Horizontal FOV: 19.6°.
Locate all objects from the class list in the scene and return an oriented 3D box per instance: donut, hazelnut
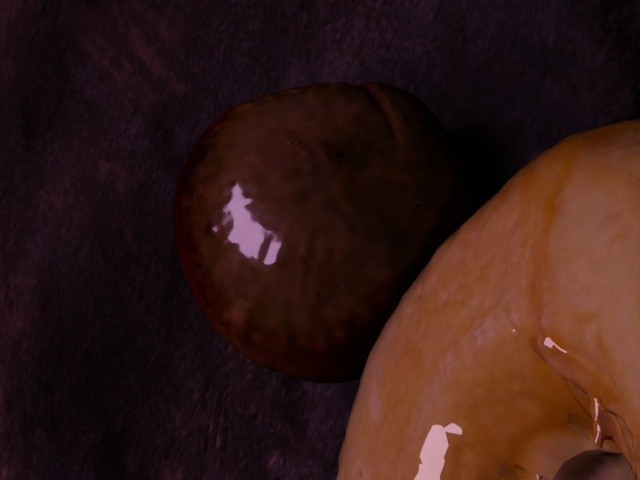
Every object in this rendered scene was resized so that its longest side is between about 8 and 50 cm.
[{"bbox_3d":[0.158,0.152,0.866,0.449,0.198,0.448,-29,54,49],"label":"donut"},{"bbox_3d":[0.000,0.000,1.197,0.208,0.208,0.208,-27,56,50],"label":"hazelnut"}]
